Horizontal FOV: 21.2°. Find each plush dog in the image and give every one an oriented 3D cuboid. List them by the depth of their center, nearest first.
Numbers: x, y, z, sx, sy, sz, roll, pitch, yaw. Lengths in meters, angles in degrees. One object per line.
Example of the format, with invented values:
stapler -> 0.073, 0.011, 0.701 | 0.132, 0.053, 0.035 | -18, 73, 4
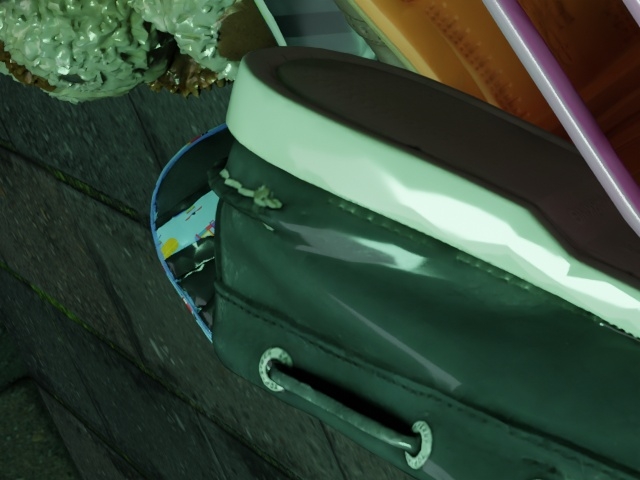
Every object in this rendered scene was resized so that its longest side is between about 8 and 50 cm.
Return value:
plush dog -> -0.141, -0.165, 0.999 | 0.225, 0.262, 0.210 | 117, 154, -57

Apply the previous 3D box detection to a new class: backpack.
backpack -> 0.000, 0.000, 0.891 | 0.158, 0.173, 0.117 | 56, 161, 10

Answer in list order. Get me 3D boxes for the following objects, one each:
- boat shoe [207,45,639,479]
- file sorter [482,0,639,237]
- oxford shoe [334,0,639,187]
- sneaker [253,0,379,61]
boat shoe -> 0.101, 0.067, 0.444 | 0.340, 0.127, 0.113 | 29, 112, 21
file sorter -> 0.142, -0.129, 0.319 | 0.202, 0.182, 0.291 | 58, 161, 4
oxford shoe -> 0.051, -0.111, 0.678 | 0.363, 0.130, 0.133 | 62, 169, -2
sneaker -> 0.021, -0.108, 0.815 | 0.234, 0.084, 0.097 | 54, 159, 17
